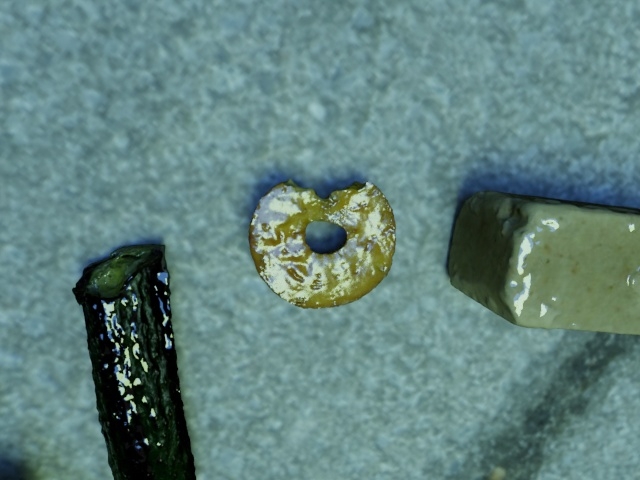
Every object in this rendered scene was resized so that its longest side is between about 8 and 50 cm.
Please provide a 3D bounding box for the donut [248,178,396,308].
[{"bbox_3d":[0.000,0.000,0.385,0.108,0.043,0.097,5,100,-9],"label":"donut"}]

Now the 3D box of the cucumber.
[{"bbox_3d":[-0.131,0.128,0.383,0.067,0.067,0.246,-6,100,-6],"label":"cucumber"}]

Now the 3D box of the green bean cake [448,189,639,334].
[{"bbox_3d":[0.197,0.014,0.377,0.179,0.109,0.085,6,101,-7],"label":"green bean cake"}]
